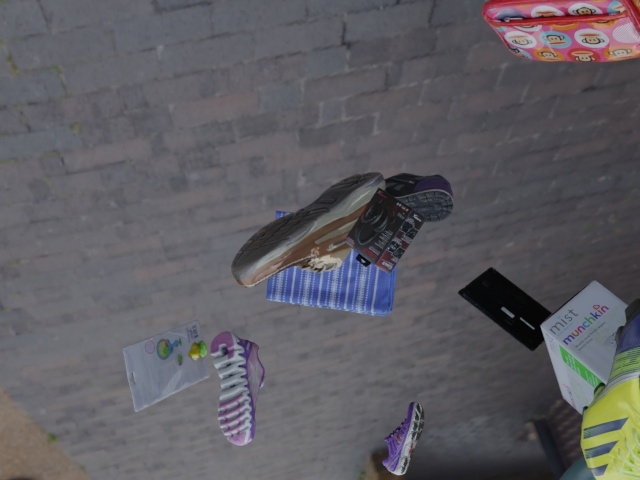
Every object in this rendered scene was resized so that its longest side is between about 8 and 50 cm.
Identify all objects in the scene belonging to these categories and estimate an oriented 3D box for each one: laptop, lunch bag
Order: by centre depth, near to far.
[{"bbox_3d":[0.460,-0.438,1.543,0.293,0.120,0.258,7,165,38],"label":"lunch bag"},{"bbox_3d":[0.491,0.195,2.155,0.264,0.234,0.137,-30,150,-44],"label":"laptop"}]

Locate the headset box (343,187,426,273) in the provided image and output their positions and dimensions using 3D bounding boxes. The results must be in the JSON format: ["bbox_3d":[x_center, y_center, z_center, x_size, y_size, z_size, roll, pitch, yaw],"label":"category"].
[{"bbox_3d":[0.070,-0.008,0.935,0.032,0.062,0.083,30,97,-45],"label":"headset box"}]

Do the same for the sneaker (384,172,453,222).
[{"bbox_3d":[0.166,-0.100,1.942,0.283,0.124,0.107,0,125,6],"label":"sneaker"}]

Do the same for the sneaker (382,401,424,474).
[{"bbox_3d":[0.182,0.440,1.867,0.071,0.170,0.068,20,180,27],"label":"sneaker"}]

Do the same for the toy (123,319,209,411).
[{"bbox_3d":[-0.343,0.267,1.803,0.056,0.137,0.237,-7,-174,36],"label":"toy"}]

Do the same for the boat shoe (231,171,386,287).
[{"bbox_3d":[0.000,0.000,1.392,0.324,0.116,0.123,-32,-160,-25],"label":"boat shoe"}]

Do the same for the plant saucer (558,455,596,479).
[{"bbox_3d":[0.547,0.509,1.420,0.317,0.318,0.044,-21,163,9],"label":"plant saucer"}]

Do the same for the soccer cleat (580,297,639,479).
[{"bbox_3d":[0.323,0.184,0.819,0.093,0.121,0.289,-4,130,-1],"label":"soccer cleat"}]

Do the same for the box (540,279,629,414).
[{"bbox_3d":[0.489,0.226,1.313,0.126,0.231,0.262,-39,138,-7],"label":"box"}]

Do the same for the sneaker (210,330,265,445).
[{"bbox_3d":[-0.158,0.308,1.743,0.095,0.237,0.104,-22,158,36],"label":"sneaker"}]

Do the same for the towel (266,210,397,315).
[{"bbox_3d":[0.034,0.060,2.176,0.335,0.243,0.040,7,179,0],"label":"towel"}]
